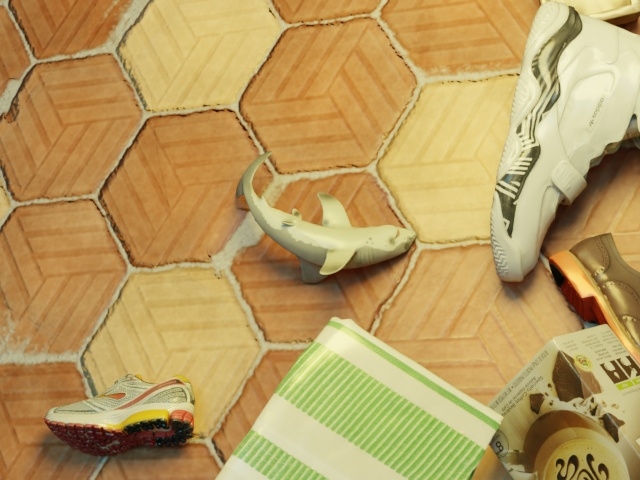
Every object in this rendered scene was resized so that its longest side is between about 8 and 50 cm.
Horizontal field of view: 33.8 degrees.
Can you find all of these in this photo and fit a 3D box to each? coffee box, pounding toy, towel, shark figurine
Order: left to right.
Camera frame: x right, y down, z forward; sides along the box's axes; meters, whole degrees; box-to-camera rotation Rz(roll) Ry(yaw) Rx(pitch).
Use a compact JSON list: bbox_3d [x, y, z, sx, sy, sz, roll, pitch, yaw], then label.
[{"bbox_3d":[-0.029,0.000,1.448,0.278,0.116,0.166,25,45,16],"label":"shark figurine"},{"bbox_3d":[0.028,0.270,1.169,0.248,0.038,0.325,33,70,4],"label":"towel"},{"bbox_3d":[0.396,-0.320,1.441,0.181,0.094,0.206,-12,89,12],"label":"pounding toy"},{"bbox_3d":[0.332,0.265,1.183,0.297,0.119,0.168,55,131,26],"label":"coffee box"}]

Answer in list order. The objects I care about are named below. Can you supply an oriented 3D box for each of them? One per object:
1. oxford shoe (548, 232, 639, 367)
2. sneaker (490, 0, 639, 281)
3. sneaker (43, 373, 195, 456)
[{"bbox_3d":[0.392,0.102,1.280,0.098,0.097,0.271,-30,65,-3],"label":"oxford shoe"},{"bbox_3d":[0.341,-0.113,1.339,0.210,0.137,0.365,12,89,12],"label":"sneaker"},{"bbox_3d":[-0.273,0.237,1.449,0.225,0.088,0.092,-8,48,14],"label":"sneaker"}]
